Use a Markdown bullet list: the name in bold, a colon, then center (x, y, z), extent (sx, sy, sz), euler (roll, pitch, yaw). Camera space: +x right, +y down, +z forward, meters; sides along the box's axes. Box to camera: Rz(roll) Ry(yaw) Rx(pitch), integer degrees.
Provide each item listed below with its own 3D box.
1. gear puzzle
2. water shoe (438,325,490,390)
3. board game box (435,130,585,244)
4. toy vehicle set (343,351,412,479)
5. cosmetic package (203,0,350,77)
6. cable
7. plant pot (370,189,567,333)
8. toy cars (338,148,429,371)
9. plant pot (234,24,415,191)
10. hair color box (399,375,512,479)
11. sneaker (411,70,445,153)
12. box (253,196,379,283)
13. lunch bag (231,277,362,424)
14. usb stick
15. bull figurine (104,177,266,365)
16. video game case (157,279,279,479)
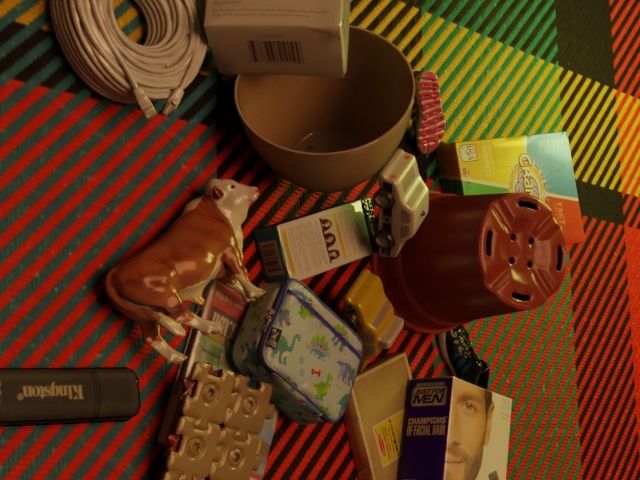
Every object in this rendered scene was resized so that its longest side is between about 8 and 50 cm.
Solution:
- **gear puzzle**: center (-0.175, 0.353, 1.631), extent (0.175, 0.044, 0.338), euler (24, 76, -42)
- **water shoe**: center (0.289, 0.233, 2.142), extent (0.073, 0.080, 0.203), euler (-24, 100, -47)
- **board game box**: center (0.390, -0.091, 2.274), extent (0.317, 0.064, 0.242), euler (-9, 89, -34)
- **toy vehicle set**: center (0.121, 0.348, 1.974), extent (0.166, 0.035, 0.266), euler (-18, 96, -47)
- **cosmetic package**: center (-0.056, -0.463, 1.763), extent (0.156, 0.217, 0.384), euler (79, 15, -67)
- **cable**: center (-0.275, -0.329, 1.645), extent (0.257, 0.089, 0.257), euler (53, 48, -26)
- **plant pot**: center (0.276, 0.028, 1.988), extent (0.272, 0.265, 0.272), euler (4, 83, -32)
- **toy cars**: center (0.119, 0.046, 1.879), extent (0.176, 0.087, 0.393), euler (-1, 108, -68)
- **plant pot**: center (0.010, -0.187, 1.824), extent (0.191, 0.284, 0.284), euler (86, 25, -54)
- **hair color box**: center (0.236, 0.426, 1.977), extent (0.185, 0.110, 0.338), euler (25, 64, -41)
- **sneaker**: center (0.194, -0.252, 2.148), extent (0.063, 0.075, 0.170), euler (-20, 120, -22)
- **box**: center (0.000, 0.000, 1.894), extent (0.244, 0.060, 0.100), euler (-18, 96, -47)
- **lunch bag**: center (-0.032, 0.174, 1.772), extent (0.219, 0.090, 0.176), euler (47, 49, -32)
- **usb stick**: center (-0.358, 0.207, 1.484), extent (0.278, 0.045, 0.077), euler (6, 79, -46)
- **bull figurine**: center (-0.180, 0.037, 1.653), extent (0.188, 0.101, 0.310), euler (50, 52, -1)
- **video game case**: center (-0.134, 0.212, 1.738), extent (0.204, 0.025, 0.285), euler (34, 59, -38)
